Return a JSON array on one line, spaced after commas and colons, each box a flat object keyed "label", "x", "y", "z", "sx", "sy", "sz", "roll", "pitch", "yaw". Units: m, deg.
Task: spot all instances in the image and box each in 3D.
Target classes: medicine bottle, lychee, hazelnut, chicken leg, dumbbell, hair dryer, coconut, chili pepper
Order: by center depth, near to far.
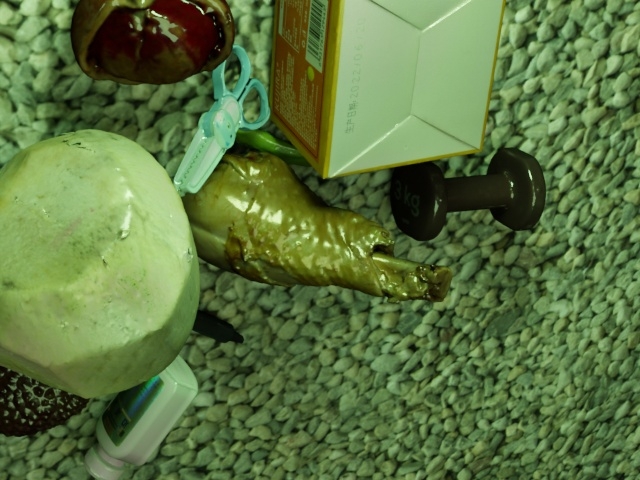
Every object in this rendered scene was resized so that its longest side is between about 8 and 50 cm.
[{"label": "hazelnut", "x": -0.219, "y": -0.269, "z": 1.661, "sx": 0.201, "sy": 0.160, "sz": 0.170, "roll": -30, "pitch": 132, "yaw": -15}, {"label": "coconut", "x": -0.312, "y": 0.033, "z": 1.679, "sx": 0.352, "sy": 0.352, "sz": 0.353, "roll": -14, "pitch": 126, "yaw": -20}, {"label": "lychee", "x": -0.422, "y": 0.179, "z": 1.838, "sx": 0.188, "sy": 0.188, "sz": 0.188, "roll": -14, "pitch": 126, "yaw": -20}, {"label": "chicken leg", "x": 0.000, "y": 0.000, "z": 1.895, "sx": 0.295, "sy": 0.409, "sz": 0.182, "roll": 43, "pitch": 64, "yaw": -74}, {"label": "chili pepper", "x": -0.060, "y": -0.141, "z": 1.908, "sx": 0.201, "sy": 0.050, "sz": 0.052, "roll": 16, "pitch": 154, "yaw": -37}, {"label": "hair dryer", "x": -0.196, "y": 0.102, "z": 1.993, "sx": 0.255, "sy": 0.070, "sz": 0.128, "roll": 25, "pitch": 106, "yaw": -45}, {"label": "medicine bottle", "x": -0.282, "y": 0.275, "z": 2.014, "sx": 0.078, "sy": 0.115, "sz": 0.219, "roll": 28, "pitch": 105, "yaw": -40}, {"label": "dumbbell", "x": 0.231, "y": -0.074, "z": 2.050, "sx": 0.225, "sy": 0.140, "sz": 0.124, "roll": -6, "pitch": 113, "yaw": -26}]

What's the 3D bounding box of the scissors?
[{"label": "scissors", "x": -0.137, "y": -0.150, "z": 1.759, "sx": 0.125, "sy": 0.030, "sz": 0.256, "roll": 60, "pitch": 40, "yaw": -35}]

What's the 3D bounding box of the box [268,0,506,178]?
[{"label": "box", "x": 0.083, "y": -0.268, "z": 1.792, "sx": 0.259, "sy": 0.214, "sz": 0.284, "roll": -11, "pitch": 126, "yaw": -25}]
